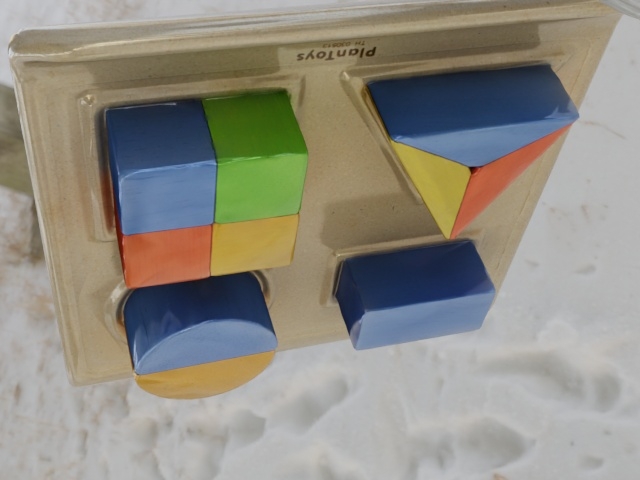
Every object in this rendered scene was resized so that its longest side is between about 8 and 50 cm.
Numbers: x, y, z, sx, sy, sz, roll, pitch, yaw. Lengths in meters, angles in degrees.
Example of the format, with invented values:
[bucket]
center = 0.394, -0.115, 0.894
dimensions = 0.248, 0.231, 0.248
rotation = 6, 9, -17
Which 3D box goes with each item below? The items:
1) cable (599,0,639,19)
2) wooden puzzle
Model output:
[cable]
center = 0.194, -0.180, 0.329
dimensions = 0.257, 0.089, 0.257
rotation = -41, 53, 1
[wooden puzzle]
center = 0.000, 0.000, 0.565
dimensions = 0.348, 0.322, 0.080
rotation = 103, 153, -54
